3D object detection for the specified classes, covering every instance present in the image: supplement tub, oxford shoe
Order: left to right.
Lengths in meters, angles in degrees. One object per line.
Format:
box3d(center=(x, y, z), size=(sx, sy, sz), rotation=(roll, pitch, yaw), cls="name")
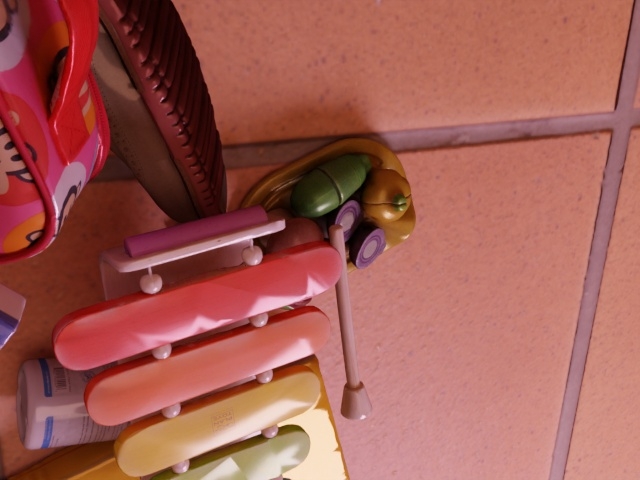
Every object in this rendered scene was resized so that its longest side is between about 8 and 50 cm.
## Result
box3d(center=(-0.171, -0.140, 0.524), size=(0.130, 0.123, 0.348), rotation=(-20, 123, 10), cls="oxford shoe")
box3d(center=(-0.184, 0.127, 0.635), size=(0.107, 0.071, 0.071), rotation=(2, 110, -29), cls="supplement tub")

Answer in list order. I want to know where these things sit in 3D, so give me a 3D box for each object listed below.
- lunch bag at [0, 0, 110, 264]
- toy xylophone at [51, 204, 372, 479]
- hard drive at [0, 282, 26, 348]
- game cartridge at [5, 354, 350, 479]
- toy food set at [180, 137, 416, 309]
box3d(center=(-0.235, -0.120, 0.393), size=(0.258, 0.120, 0.293), rotation=(-2, 127, 14), cls="lunch bag")
box3d(center=(-0.057, 0.108, 0.604), size=(0.236, 0.081, 0.323), rotation=(-23, 122, -19), cls="toy xylophone")
box3d(center=(-0.346, 0.023, 0.388), size=(0.318, 0.040, 0.210), rotation=(37, 109, -27), cls="hard drive")
box3d(center=(-0.122, 0.276, 0.750), size=(0.323, 0.052, 0.285), rotation=(-22, 120, -16), cls="game cartridge")
box3d(center=(0.000, 0.000, 0.682), size=(0.218, 0.071, 0.128), rotation=(-29, 122, -15), cls="toy food set")
